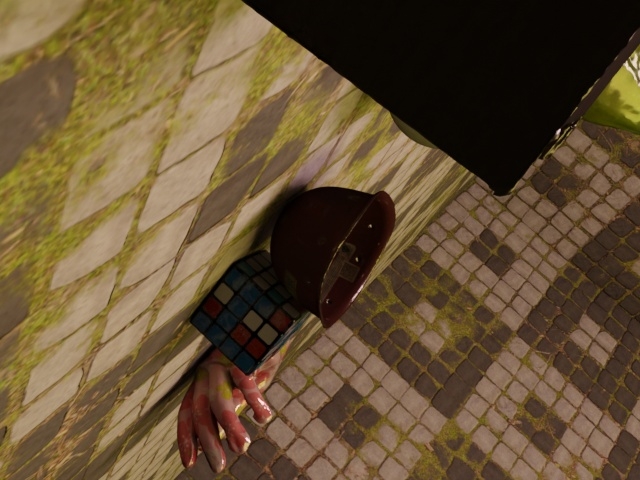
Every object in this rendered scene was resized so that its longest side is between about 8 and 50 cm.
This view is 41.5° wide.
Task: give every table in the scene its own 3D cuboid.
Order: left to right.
[{"bbox_3d":[0.081,-0.153,0.362,0.193,0.172,0.169,-55,169,21],"label":"table"}]

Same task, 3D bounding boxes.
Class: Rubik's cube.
[{"bbox_3d":[-0.072,0.079,0.952,0.092,0.092,0.092,-51,172,20],"label":"Rubik's cube"}]

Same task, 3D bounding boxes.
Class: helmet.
[{"bbox_3d":[0.000,0.000,0.905,0.155,0.106,0.175,-58,166,-15],"label":"helmet"}]

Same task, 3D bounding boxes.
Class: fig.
[{"bbox_3d":[0.414,-0.266,1.210,0.233,0.314,0.233,-19,161,-7],"label":"fig"}]

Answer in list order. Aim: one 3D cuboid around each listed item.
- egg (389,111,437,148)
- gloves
[{"bbox_3d":[0.120,-0.145,0.816,0.114,0.114,0.152,-49,174,7],"label":"egg"},{"bbox_3d":[-0.133,0.216,1.209,0.145,0.126,0.241,-20,-161,48],"label":"gloves"}]
